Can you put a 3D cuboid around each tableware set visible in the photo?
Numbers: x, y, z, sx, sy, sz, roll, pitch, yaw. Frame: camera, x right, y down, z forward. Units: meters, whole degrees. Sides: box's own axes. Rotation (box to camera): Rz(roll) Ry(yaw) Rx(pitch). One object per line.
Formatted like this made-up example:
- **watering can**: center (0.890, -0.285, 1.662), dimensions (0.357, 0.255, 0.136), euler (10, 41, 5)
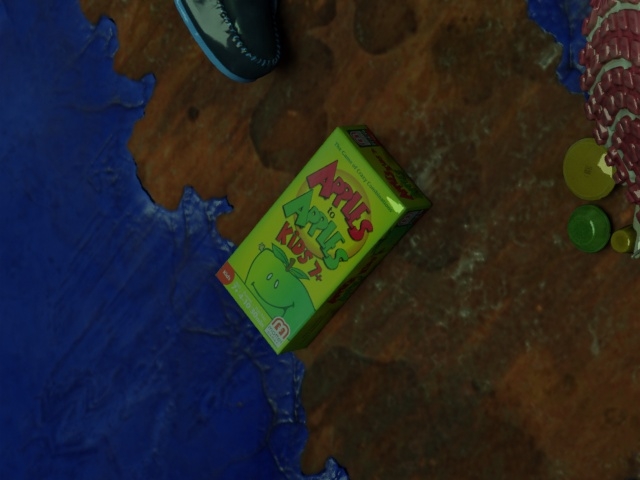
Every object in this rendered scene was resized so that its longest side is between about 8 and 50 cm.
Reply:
- **tableware set**: center (0.231, -0.061, 1.409), dimensions (0.104, 0.024, 0.154), euler (12, 103, 37)

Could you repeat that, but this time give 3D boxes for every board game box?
- **board game box**: center (0.000, 0.000, 1.561), dimensions (0.092, 0.043, 0.181), euler (51, 120, 19)

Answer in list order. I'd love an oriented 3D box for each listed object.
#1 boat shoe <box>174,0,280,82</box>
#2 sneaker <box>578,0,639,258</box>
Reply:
- **boat shoe**: center (-0.084, -0.260, 1.554), dimensions (0.089, 0.109, 0.258), euler (-24, 84, 31)
- **sneaker**: center (0.268, -0.056, 1.319), dimensions (0.121, 0.112, 0.299), euler (-177, 66, -77)
